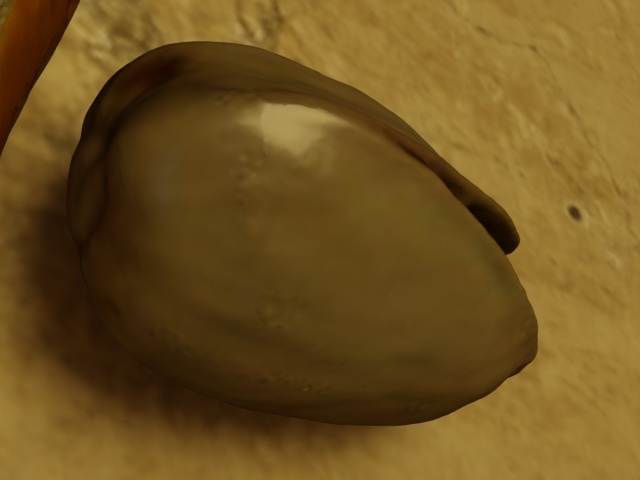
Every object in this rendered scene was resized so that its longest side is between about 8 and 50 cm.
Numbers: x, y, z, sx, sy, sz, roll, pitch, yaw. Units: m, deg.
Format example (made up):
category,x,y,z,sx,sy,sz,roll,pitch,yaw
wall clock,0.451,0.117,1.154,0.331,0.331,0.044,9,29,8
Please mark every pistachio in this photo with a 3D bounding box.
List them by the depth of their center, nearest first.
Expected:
category,x,y,z,sx,sy,sz,roll,pitch,yaw
pistachio,0.000,0.000,0.482,0.206,0.131,0.129,21,62,-41

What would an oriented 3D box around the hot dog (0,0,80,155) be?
category,x,y,z,sx,sy,sz,roll,pitch,yaw
hot dog,-0.134,-0.115,0.437,0.135,0.100,0.337,34,48,-24
